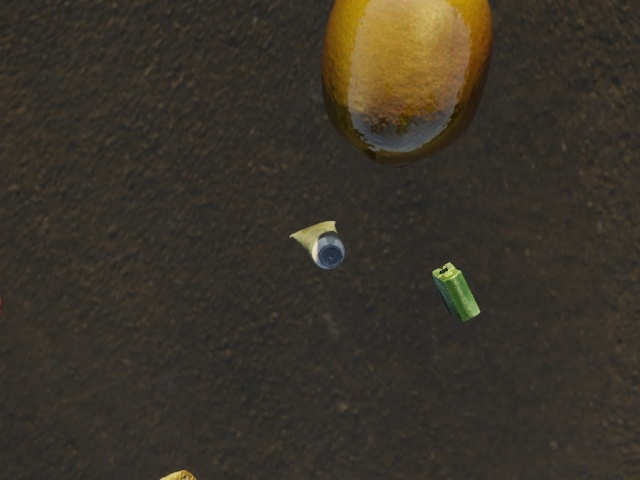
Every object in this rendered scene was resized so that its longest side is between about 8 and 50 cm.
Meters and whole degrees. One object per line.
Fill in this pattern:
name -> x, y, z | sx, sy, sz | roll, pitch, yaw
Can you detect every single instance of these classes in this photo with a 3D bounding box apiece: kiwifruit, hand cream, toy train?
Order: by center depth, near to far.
kiwifruit -> 0.093, -0.194, 1.269 | 0.196, 0.196, 0.234 | 5, 113, 2
hand cream -> 0.000, 0.000, 1.500 | 0.067, 0.194, 0.042 | -23, 104, -3
toy train -> 0.210, 0.082, 1.772 | 0.038, 0.056, 0.093 | -29, 107, -6

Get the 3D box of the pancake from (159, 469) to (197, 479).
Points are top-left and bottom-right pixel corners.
pancake -> -0.279, 0.614, 2.076 | 0.082, 0.387, 0.386 | 1, 120, 16

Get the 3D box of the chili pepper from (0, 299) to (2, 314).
chili pepper -> -0.652, 0.097, 1.698 | 0.338, 0.131, 0.134 | 11, 124, 4
